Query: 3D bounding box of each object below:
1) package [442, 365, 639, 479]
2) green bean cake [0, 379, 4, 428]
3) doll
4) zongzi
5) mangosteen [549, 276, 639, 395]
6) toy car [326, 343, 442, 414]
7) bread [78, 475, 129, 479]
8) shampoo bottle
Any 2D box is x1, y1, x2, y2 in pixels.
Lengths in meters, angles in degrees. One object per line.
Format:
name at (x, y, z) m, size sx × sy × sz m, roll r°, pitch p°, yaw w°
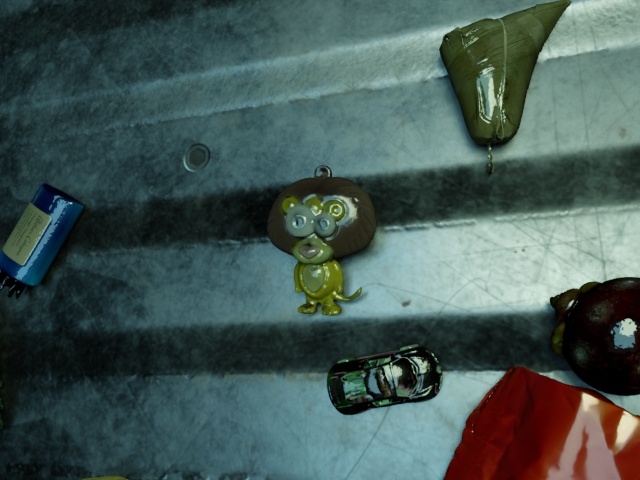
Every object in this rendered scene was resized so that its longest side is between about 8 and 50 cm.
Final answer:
package at (0.340, 0.283, 0.496) m, size 0.423 × 0.123 × 0.196 m, roll 24°, pitch 84°, yaw 19°
green bean cake at (-0.562, 0.179, 0.789) m, size 0.107 × 0.194 × 0.208 m, roll -22°, pitch 48°, yaw -8°
doll at (0.009, 0.001, 0.675) m, size 0.145 × 0.096 × 0.188 m, roll -22°, pitch 83°, yaw 19°
zongzi at (0.260, -0.201, 0.654) m, size 0.177 × 0.081 × 0.189 m, roll -17°, pitch 79°, yaw 2°
mangosteen at (0.308, 0.093, 0.554) m, size 0.140 × 0.140 × 0.140 m, roll -4°, pitch 77°, yaw 16°
toy car at (0.076, 0.171, 0.635) m, size 0.142 × 0.055 × 0.069 m, roll -16°, pitch 78°, yaw 14°
bread at (-0.267, 0.445, 0.649) m, size 0.152 × 0.119 × 0.288 m, roll -41°, pitch 70°, yaw 9°
shampoo bottle at (-0.458, 0.004, 0.834) m, size 0.087 × 0.050 × 0.183 m, roll 28°, pitch 88°, yaw 17°
